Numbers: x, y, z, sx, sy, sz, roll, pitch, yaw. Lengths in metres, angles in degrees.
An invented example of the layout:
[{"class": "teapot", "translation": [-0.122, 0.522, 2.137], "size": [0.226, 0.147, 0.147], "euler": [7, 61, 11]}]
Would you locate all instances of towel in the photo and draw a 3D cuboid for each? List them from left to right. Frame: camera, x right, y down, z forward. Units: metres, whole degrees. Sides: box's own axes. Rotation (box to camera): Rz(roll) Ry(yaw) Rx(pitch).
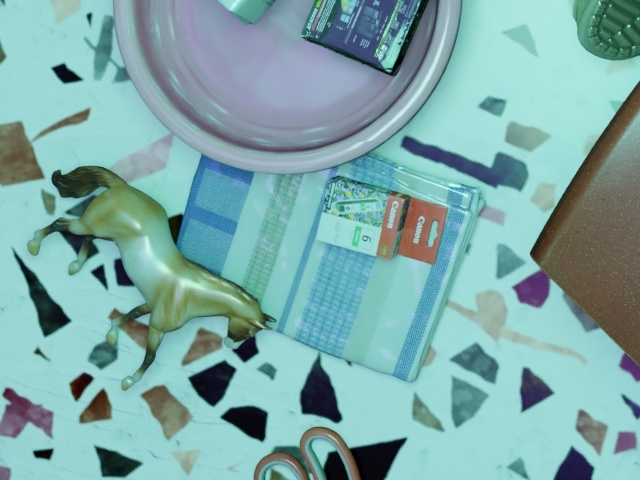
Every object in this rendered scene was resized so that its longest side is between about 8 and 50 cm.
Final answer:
[{"class": "towel", "translation": [0.000, 0.000, 1.653], "size": [0.285, 0.034, 0.209], "euler": [21, 104, 13]}]

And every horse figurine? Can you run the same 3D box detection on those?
[{"class": "horse figurine", "translation": [-0.185, 0.023, 1.667], "size": [0.174, 0.066, 0.263], "euler": [-36, 85, 31]}]

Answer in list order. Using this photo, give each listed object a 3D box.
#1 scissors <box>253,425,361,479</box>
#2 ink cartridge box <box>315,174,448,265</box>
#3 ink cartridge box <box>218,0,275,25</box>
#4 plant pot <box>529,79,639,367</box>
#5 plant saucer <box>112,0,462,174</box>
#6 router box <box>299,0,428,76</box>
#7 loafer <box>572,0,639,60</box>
[{"class": "scissors", "translation": [0.021, 0.336, 1.695], "size": [0.109, 0.021, 0.297], "euler": [-20, 90, 14]}, {"class": "ink cartridge box", "translation": [0.058, -0.017, 1.599], "size": [0.115, 0.029, 0.062], "euler": [16, 103, 14]}, {"class": "ink cartridge box", "translation": [-0.057, -0.321, 1.507], "size": [0.153, 0.087, 0.208], "euler": [42, 97, 9]}, {"class": "plant pot", "translation": [0.328, -0.011, 1.440], "size": [0.267, 0.267, 0.236], "euler": [46, 101, 5]}, {"class": "plant saucer", "translation": [-0.028, -0.227, 1.588], "size": [0.332, 0.084, 0.332], "euler": [0, 89, 11]}, {"class": "router box", "translation": [0.048, -0.221, 1.511], "size": [0.092, 0.038, 0.122], "euler": [24, 93, 9]}, {"class": "loafer", "translation": [0.313, -0.283, 1.502], "size": [0.102, 0.092, 0.268], "euler": [31, 98, -29]}]
